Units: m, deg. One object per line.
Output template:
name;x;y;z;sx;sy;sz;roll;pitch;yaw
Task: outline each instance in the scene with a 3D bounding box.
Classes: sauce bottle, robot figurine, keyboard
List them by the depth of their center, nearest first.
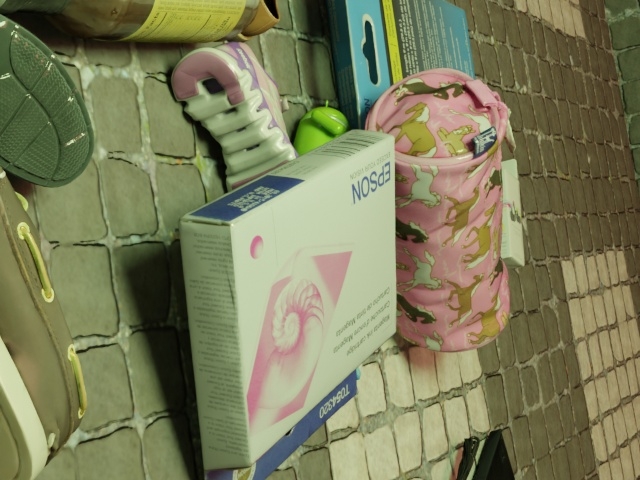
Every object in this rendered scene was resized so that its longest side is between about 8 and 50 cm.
sauce bottle;-0.184;-0.237;0.996;0.344;0.111;0.111;-14;92;-61
robot figurine;0.001;-0.112;1.317;0.101;0.067;0.115;86;13;-54
keyboard;0.218;0.388;1.566;0.317;0.033;0.202;-57;135;-52

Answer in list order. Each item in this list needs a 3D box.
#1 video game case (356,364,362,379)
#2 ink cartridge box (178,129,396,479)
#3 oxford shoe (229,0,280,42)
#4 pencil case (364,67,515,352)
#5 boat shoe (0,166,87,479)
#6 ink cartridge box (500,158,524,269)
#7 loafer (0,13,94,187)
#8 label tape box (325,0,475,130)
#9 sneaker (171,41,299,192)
video game case;0.030;0.073;1.358;0.119;0.015;0.166;50;40;-41
ink cartridge box;-0.014;0.084;1.118;0.324;0.071;0.330;-35;126;-55
oxford shoe;-0.081;-0.335;1.246;0.076;0.076;0.212;-1;80;-59
pencil case;0.154;-0.022;1.356;0.386;0.167;0.160;80;29;-48
boat shoe;-0.245;0.013;0.754;0.097;0.116;0.324;-43;121;-62
ink cartridge box;0.253;-0.044;1.696;0.061;0.104;0.181;29;55;-54
loafer;-0.276;-0.141;0.832;0.096;0.084;0.267;-53;138;-10
label tape box;0.093;-0.216;1.474;0.347;0.115;0.249;4;77;-55
sneaker;-0.067;-0.117;1.184;0.236;0.095;0.104;63;25;-24
